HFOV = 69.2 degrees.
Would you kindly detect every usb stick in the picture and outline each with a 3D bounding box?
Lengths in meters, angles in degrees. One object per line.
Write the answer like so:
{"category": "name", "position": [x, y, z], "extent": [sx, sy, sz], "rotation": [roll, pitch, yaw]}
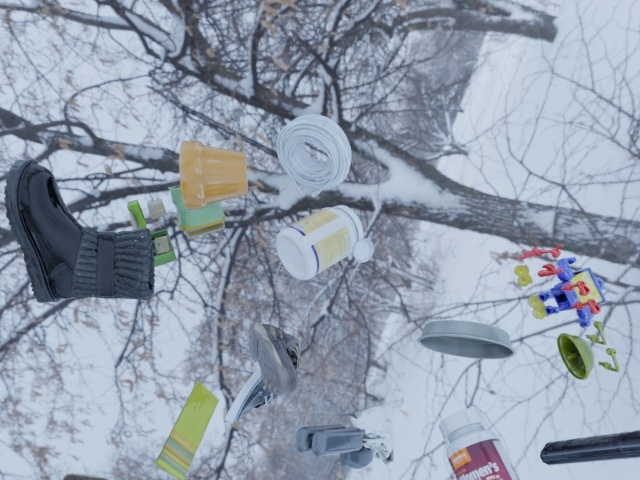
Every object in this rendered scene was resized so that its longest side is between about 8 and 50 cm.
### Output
{"category": "usb stick", "position": [0.634, 0.472, 1.052], "extent": [0.077, 0.045, 0.278], "rotation": [-19, -13, -42]}

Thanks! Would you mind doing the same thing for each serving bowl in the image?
{"category": "serving bowl", "position": [0.141, 0.032, 1.587], "extent": [0.027, 0.083, 0.083], "rotation": [19, 91, 58]}

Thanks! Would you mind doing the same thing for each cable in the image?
{"category": "cable", "position": [-0.019, -0.284, 1.515], "extent": [0.257, 0.257, 0.089], "rotation": [54, -138, -21]}

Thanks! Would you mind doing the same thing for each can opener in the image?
{"category": "can opener", "position": [0.049, 0.436, 0.963], "extent": [0.283, 0.076, 0.095], "rotation": [28, -117, -53]}

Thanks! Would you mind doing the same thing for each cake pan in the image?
{"category": "cake pan", "position": [0.448, 0.307, 1.433], "extent": [0.293, 0.293, 0.054], "rotation": [86, -166, -67]}

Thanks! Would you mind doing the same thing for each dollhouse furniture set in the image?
{"category": "dollhouse furniture set", "position": [-0.467, -0.066, 1.562], "extent": [0.151, 0.301, 0.198], "rotation": [-126, 23, -52]}

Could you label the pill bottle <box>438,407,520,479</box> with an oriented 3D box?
{"category": "pill bottle", "position": [0.343, 0.481, 0.981], "extent": [0.121, 0.121, 0.221], "rotation": [99, 158, -45]}

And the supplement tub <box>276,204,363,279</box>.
{"category": "supplement tub", "position": [0.000, 0.000, 2.016], "extent": [0.331, 0.241, 0.241], "rotation": [-29, -34, -33]}

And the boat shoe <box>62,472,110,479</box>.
{"category": "boat shoe", "position": [-0.818, 0.866, 1.656], "extent": [0.072, 0.190, 0.068], "rotation": [-21, 42, 64]}

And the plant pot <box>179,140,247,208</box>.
{"category": "plant pot", "position": [-0.318, -0.200, 1.414], "extent": [0.205, 0.187, 0.205], "rotation": [178, 90, -82]}

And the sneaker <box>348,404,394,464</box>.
{"category": "sneaker", "position": [0.185, 0.629, 1.502], "extent": [0.297, 0.111, 0.129], "rotation": [52, -163, -42]}

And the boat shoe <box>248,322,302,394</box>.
{"category": "boat shoe", "position": [-0.116, 0.321, 1.343], "extent": [0.355, 0.130, 0.132], "rotation": [-145, 55, -65]}

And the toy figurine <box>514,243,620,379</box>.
{"category": "toy figurine", "position": [0.721, 0.162, 1.252], "extent": [0.363, 0.217, 0.191], "rotation": [69, 155, 14]}

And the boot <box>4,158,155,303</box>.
{"category": "boot", "position": [-0.521, -0.018, 1.048], "extent": [0.131, 0.260, 0.348], "rotation": [-104, 11, -65]}

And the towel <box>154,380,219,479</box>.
{"category": "towel", "position": [-0.354, 0.508, 1.250], "extent": [0.102, 0.021, 0.237], "rotation": [55, -146, -28]}

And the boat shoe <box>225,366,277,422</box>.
{"category": "boat shoe", "position": [-0.187, 0.481, 1.484], "extent": [0.108, 0.102, 0.301], "rotation": [-62, -10, 30]}
